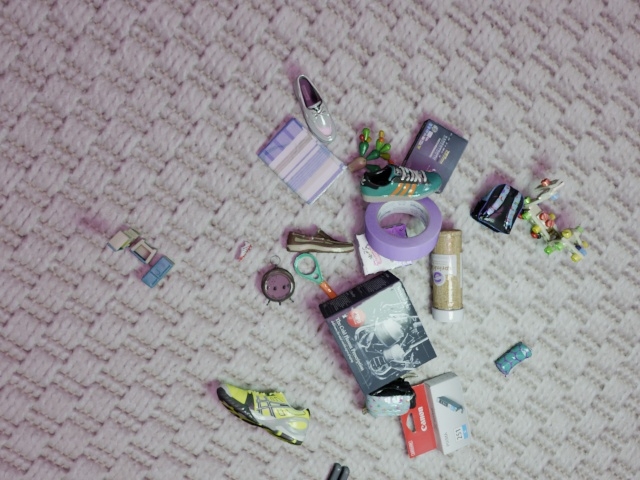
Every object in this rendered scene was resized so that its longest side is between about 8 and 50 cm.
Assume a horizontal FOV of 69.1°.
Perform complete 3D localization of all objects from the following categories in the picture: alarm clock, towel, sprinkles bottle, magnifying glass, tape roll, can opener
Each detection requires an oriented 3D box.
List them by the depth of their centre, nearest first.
[{"bbox_3d":[0.301,-0.059,1.711,0.275,0.090,0.274,-2,53,3],"label":"tape roll"},{"bbox_3d":[-0.067,-0.297,1.759,0.285,0.034,0.209,43,93,-6],"label":"towel"},{"bbox_3d":[-0.164,0.152,1.777,0.130,0.064,0.191,-7,92,-5],"label":"alarm clock"},{"bbox_3d":[-0.012,0.146,1.808,0.092,0.026,0.231,-41,100,-1],"label":"magnifying glass"},{"bbox_3d":[0.494,0.135,1.812,0.122,0.121,0.354,-3,95,-6],"label":"sprinkles bottle"},{"bbox_3d":[0.040,1.038,1.863,0.074,0.093,0.280,24,87,-7],"label":"can opener"}]

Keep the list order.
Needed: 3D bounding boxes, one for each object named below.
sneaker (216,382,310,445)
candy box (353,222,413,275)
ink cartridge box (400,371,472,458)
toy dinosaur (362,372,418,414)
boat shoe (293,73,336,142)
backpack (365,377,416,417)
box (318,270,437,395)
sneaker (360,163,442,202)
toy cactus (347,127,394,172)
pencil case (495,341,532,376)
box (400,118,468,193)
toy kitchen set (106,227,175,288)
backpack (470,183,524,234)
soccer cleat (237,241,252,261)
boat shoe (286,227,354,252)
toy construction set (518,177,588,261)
[{"bbox_3d":[-0.219,0.641,1.794,0.385,0.145,0.147,31,60,-5],"label":"sneaker"},{"bbox_3d":[0.242,0.034,1.801,0.197,0.070,0.164,-13,96,-5],"label":"candy box"},{"bbox_3d":[0.458,0.711,1.865,0.262,0.066,0.295,-15,96,-16],"label":"ink cartridge box"},{"bbox_3d":[0.251,0.576,1.859,0.268,0.064,0.118,-35,101,-7],"label":"toy dinosaur"},{"bbox_3d":[-0.017,-0.488,1.720,0.096,0.088,0.267,-24,97,-4],"label":"boat shoe"},{"bbox_3d":[0.260,0.597,1.762,0.182,0.152,0.115,-5,90,-5],"label":"backpack"},{"bbox_3d":[0.212,0.341,1.761,0.313,0.179,0.343,-28,101,-4],"label":"box"},{"bbox_3d":[0.296,-0.218,1.694,0.303,0.108,0.121,-9,140,0],"label":"sneaker"},{"bbox_3d":[0.190,-0.309,1.760,0.181,0.112,0.218,-28,106,7],"label":"toy cactus"},{"bbox_3d":[0.790,0.485,1.900,0.152,0.064,0.070,-36,73,-1],"label":"pencil case"},{"bbox_3d":[0.435,-0.323,1.796,0.184,0.059,0.232,28,92,-9],"label":"box"},{"bbox_3d":[-0.655,0.071,1.663,0.207,0.166,0.122,42,90,-7],"label":"toy kitchen set"},{"bbox_3d":[0.693,-0.130,1.811,0.158,0.117,0.173,28,92,-7],"label":"backpack"},{"bbox_3d":[-0.295,0.043,1.769,0.036,0.029,0.083,34,88,1],"label":"soccer cleat"},{"bbox_3d":[0.001,0.000,1.764,0.258,0.095,0.095,1,89,-6],"label":"boat shoe"},{"bbox_3d":[0.883,-0.077,1.786,0.151,0.215,0.327,-25,97,-4],"label":"toy construction set"}]
